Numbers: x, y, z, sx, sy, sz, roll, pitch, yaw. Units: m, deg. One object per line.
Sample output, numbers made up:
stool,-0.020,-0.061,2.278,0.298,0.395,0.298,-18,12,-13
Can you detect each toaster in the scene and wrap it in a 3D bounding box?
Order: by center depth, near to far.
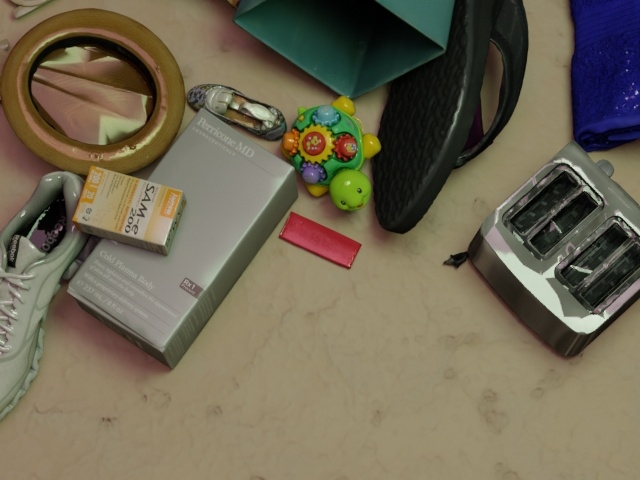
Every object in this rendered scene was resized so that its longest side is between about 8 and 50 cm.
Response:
toaster,0.254,0.011,1.848,0.185,0.110,0.168,-41,79,-11

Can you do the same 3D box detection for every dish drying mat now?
dish drying mat,0.000,0.000,1.896,0.083,0.008,0.032,24,75,6

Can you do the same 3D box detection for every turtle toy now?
turtle toy,0.011,-0.088,1.874,0.095,0.066,0.130,-38,77,16

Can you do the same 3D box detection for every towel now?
towel,0.357,-0.259,1.885,0.227,0.076,0.308,-11,70,36

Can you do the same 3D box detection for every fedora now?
fedora,-0.240,-0.149,1.892,0.194,0.079,0.194,2,77,-8

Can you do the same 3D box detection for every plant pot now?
plant pot,0.047,-0.306,1.881,0.165,0.166,0.234,32,57,-26

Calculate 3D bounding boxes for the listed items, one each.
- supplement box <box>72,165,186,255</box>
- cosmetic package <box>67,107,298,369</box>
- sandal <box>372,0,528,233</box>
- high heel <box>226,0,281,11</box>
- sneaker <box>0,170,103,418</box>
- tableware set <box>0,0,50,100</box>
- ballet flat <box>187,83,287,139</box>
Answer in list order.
supplement box,-0.190,-0.030,1.784,0.098,0.036,0.062,15,74,7
cosmetic package,-0.137,-0.002,1.845,0.127,0.107,0.238,31,79,10
sandal,0.166,-0.209,1.887,0.107,0.167,0.446,22,73,-20
high heel,-0.154,-0.275,1.948,0.186,0.093,0.261,-36,94,15
sneaker,-0.314,0.056,1.817,0.110,0.118,0.292,24,77,3
tableware set,-0.335,-0.229,1.942,0.141,0.020,0.169,-19,76,-6
ballet flat,-0.088,-0.143,1.916,0.114,0.041,0.041,22,76,5
